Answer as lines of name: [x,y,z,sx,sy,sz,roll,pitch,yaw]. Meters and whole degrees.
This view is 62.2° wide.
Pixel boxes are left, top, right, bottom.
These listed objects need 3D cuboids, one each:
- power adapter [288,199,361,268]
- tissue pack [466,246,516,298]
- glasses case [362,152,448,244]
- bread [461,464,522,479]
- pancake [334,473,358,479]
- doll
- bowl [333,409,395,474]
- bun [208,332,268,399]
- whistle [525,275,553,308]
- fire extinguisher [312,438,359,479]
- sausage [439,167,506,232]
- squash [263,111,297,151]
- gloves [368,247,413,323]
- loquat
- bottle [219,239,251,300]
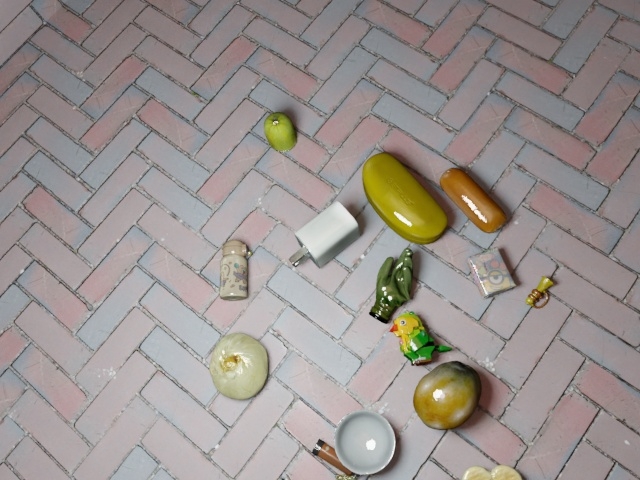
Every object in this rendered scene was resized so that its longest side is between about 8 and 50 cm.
power adapter: [0.000,0.000,1.819,0.255,0.187,0.124,-38,72,-5]
tissue pack: [0.571,0.109,1.787,0.109,0.060,0.148,-19,72,-1]
glasses case: [0.278,-0.143,1.857,0.173,0.141,0.371,-37,72,-5]
bread: [0.517,0.824,1.571,0.317,0.054,0.315,-2,73,7]
pancake: [0.082,0.797,1.644,0.116,0.022,0.129,20,76,10]
doll: [0.313,0.320,1.725,0.134,0.106,0.186,-35,72,-11]
bowl: [0.136,0.628,1.658,0.189,0.086,0.188,-2,69,5]
bun: [-0.275,0.412,1.750,0.223,0.127,0.222,-1,75,5]
whistle: [0.728,0.178,1.767,0.109,0.057,0.046,-53,30,-1]
fire extinguisher: [0.061,0.689,1.668,0.177,0.050,0.062,28,55,13]
sausage: [0.527,-0.141,1.850,0.105,0.105,0.274,-38,72,-6]
squash: [-0.156,-0.411,1.971,0.123,0.186,0.122,-1,79,7]
gloves: [0.248,0.150,1.788,0.135,0.107,0.268,26,94,22]
loquat: [0.394,0.476,1.635,0.227,0.179,0.179,-39,73,-2]
bottle: [-0.298,0.101,1.866,0.110,0.097,0.209,-3,72,5]
